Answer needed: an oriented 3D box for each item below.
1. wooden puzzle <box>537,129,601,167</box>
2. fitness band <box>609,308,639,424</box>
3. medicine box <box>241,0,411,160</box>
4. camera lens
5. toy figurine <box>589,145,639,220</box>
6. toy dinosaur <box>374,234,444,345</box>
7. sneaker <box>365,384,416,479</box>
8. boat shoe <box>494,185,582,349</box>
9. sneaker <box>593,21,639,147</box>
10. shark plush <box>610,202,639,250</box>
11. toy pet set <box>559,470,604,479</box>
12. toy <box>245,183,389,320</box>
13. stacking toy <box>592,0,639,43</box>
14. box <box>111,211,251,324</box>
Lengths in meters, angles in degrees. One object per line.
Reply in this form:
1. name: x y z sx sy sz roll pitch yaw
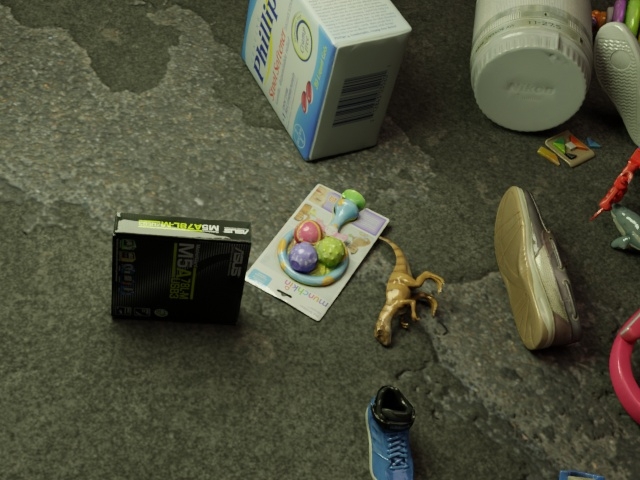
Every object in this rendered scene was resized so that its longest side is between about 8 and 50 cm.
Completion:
1. wooden puzzle: 0.459 -0.170 1.793 0.116 0.014 0.078 -32 64 -32
2. fitness band: 0.565 0.177 1.477 0.291 0.054 0.209 -35 79 -27
3. medicine box: -0.002 -0.334 1.660 0.149 0.263 0.289 -16 56 -24
4. camera lens: 0.391 -0.364 1.803 0.219 0.219 0.274 14 50 -1
5. toy figurine: 0.621 -0.096 1.615 0.217 0.191 0.362 35 32 13
6. toy dinosaur: 0.129 0.064 1.493 0.112 0.064 0.211 13 49 0
7. sneaker: 0.098 0.267 1.303 0.058 0.085 0.152 1 51 -12
8. boat shoe: 0.345 0.042 1.540 0.092 0.103 0.285 5 54 -15
9. sneaker: 0.599 -0.314 1.829 0.151 0.094 0.256 -46 116 -38
10. shark plush: 0.539 -0.012 1.610 0.073 0.067 0.161 -13 22 -15
11. toy pet set: 0.337 0.369 1.305 0.122 0.065 0.114 8 85 -2
12. toy: 0.000 0.000 1.522 0.137 0.056 0.237 28 51 13
13. stacking toy: 0.637 -0.438 1.981 0.301 0.175 0.166 11 45 11
14. box: -0.196 0.043 1.354 0.184 0.191 0.045 6 48 -9
